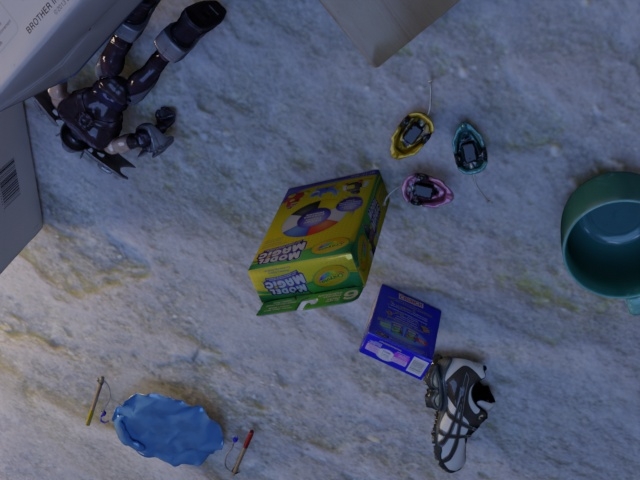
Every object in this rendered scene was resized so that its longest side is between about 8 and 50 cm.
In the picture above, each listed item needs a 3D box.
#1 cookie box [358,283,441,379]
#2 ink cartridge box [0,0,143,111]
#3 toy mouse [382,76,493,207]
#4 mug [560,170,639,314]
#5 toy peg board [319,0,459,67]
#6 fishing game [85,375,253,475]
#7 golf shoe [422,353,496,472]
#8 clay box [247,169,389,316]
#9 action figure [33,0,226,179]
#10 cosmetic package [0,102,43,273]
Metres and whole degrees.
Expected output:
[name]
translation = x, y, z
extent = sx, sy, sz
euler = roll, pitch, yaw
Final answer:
[cookie box]
translation = 0.106, 0.118, 1.112
extent = 0.091, 0.107, 0.040
euler = 25, 126, -1
[ink cartridge box]
translation = -0.343, -0.364, 0.819
extent = 0.270, 0.151, 0.395
euler = -33, 99, 35
[toy mouse]
translation = 0.146, -0.089, 1.007
extent = 0.143, 0.031, 0.161
euler = 32, 109, -3
[mug]
translation = 0.340, -0.002, 0.982
extent = 0.129, 0.097, 0.158
euler = 14, 125, 5
[toy peg board]
translation = 0.068, -0.299, 0.891
extent = 0.160, 0.079, 0.161
euler = -38, 108, 14
[fishing game]
translation = -0.241, 0.299, 1.360
extent = 0.264, 0.041, 0.189
euler = 18, 132, -4
[golf shoe]
translation = 0.200, 0.250, 1.190
extent = 0.093, 0.077, 0.198
euler = -3, 122, 16
[clay box]
translation = 0.000, 0.000, 0.996
extent = 0.127, 0.222, 0.053
euler = -11, 118, 20
[action figure]
translation = -0.238, -0.190, 1.020
extent = 0.185, 0.099, 0.285
euler = 36, 127, -18
[cosmetic package]
translation = -0.512, -0.094, 1.121
extent = 0.224, 0.138, 0.224
euler = 8, 123, 8
